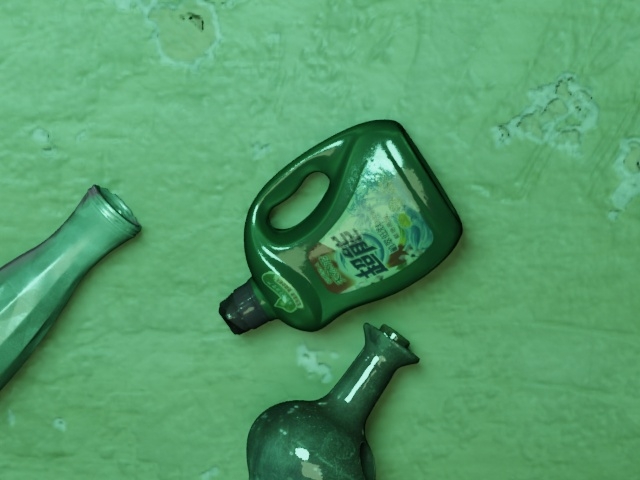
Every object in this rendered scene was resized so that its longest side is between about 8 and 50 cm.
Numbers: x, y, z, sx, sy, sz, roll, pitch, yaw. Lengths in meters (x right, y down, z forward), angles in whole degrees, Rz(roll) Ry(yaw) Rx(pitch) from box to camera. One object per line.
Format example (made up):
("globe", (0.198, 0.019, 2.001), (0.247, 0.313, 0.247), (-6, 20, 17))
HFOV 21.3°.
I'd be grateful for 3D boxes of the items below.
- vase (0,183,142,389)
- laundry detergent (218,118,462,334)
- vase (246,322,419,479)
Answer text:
("vase", (-0.248, 0.043, 1.459), (0.214, 0.086, 0.086), (-44, 101, 6))
("laundry detergent", (0.000, 0.000, 1.449), (0.221, 0.078, 0.144), (-31, 102, 10))
("vase", (0.016, 0.155, 1.479), (0.120, 0.120, 0.183), (34, 86, -9))
